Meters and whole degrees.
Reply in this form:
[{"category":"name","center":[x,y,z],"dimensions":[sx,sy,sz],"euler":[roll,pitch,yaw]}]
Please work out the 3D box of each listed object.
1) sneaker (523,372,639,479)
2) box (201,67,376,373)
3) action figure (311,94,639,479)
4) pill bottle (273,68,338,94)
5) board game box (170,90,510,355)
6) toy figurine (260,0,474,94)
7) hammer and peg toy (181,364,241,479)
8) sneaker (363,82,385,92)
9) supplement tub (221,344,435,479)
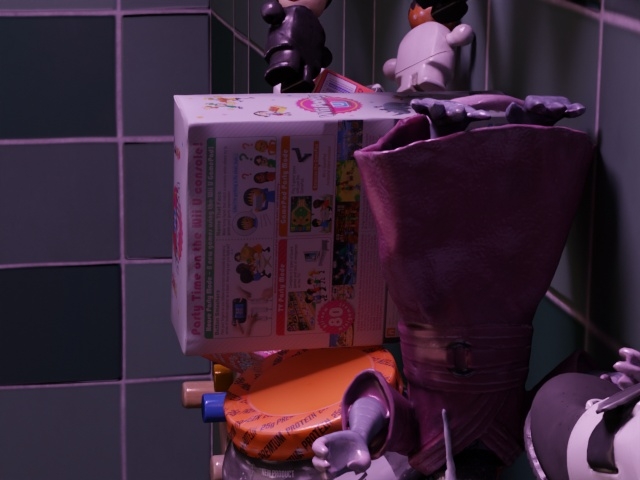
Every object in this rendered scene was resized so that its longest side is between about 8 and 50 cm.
[{"category":"sneaker","center":[0.230,0.135,1.193],"dimensions":[0.330,0.122,0.146],"euler":[-128,43,-62]},{"category":"box","center":[0.000,0.000,1.950],"dimensions":[0.142,0.154,0.300],"euler":[145,148,-73]},{"category":"action figure","center":[0.099,0.072,1.494],"dimensions":[0.276,0.248,0.370],"euler":[-139,51,-77]},{"category":"pill bottle","center":[-0.020,-0.107,2.446],"dimensions":[0.121,0.121,0.216],"euler":[-107,19,-55]},{"category":"board game box","center":[0.021,-0.019,1.737],"dimensions":[0.097,0.303,0.224],"euler":[-120,30,-65]},{"category":"toy figurine","center":[0.047,-0.240,1.829],"dimensions":[0.213,0.209,0.148],"euler":[93,-176,-52]},{"category":"hammer and peg toy","center":[-0.089,0.285,2.423],"dimensions":[0.266,0.127,0.361],"euler":[109,157,-58]},{"category":"sneaker","center":[0.054,-0.107,2.234],"dimensions":[0.178,0.072,0.077],"euler":[89,161,-54]},{"category":"supplement tub","center":[0.031,0.274,1.794],"dimensions":[0.207,0.207,0.338],"euler":[-115,8,-65]}]
